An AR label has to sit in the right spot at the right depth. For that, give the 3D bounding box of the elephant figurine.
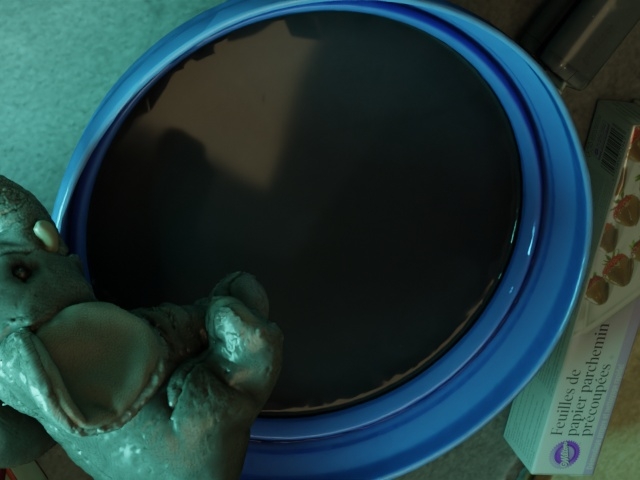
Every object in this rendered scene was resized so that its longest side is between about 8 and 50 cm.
[{"bbox_3d":[-0.159,0.072,0.977,0.239,0.186,0.169,17,115,-28],"label":"elephant figurine"}]

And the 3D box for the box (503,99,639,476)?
[{"bbox_3d":[0.229,0.043,1.310,0.063,0.067,0.324,4,113,-20],"label":"box"}]

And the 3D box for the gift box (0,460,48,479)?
[{"bbox_3d":[-0.325,0.183,1.055,0.255,0.258,0.276,-12,133,2],"label":"gift box"}]

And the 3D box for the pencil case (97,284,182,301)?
[{"bbox_3d":[-0.182,0.043,1.169,0.152,0.064,0.070,-16,109,-10],"label":"pencil case"}]

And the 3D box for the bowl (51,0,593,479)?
[{"bbox_3d":[0.000,0.000,1.120,0.391,0.077,0.391,-7,117,-13],"label":"bowl"}]

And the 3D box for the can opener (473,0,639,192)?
[{"bbox_3d":[0.169,-0.159,1.185,0.095,0.076,0.283,32,100,-29],"label":"can opener"}]
